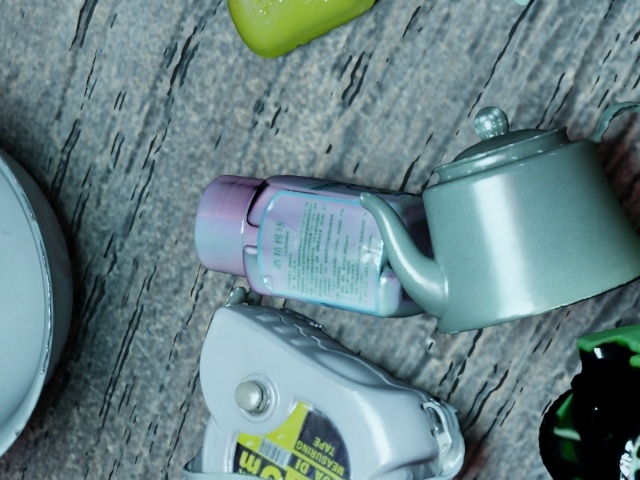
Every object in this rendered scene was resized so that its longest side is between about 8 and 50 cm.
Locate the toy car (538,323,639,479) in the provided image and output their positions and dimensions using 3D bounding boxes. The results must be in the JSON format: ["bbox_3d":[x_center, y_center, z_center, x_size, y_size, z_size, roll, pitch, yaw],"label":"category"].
[{"bbox_3d":[0.270,0.182,1.241,0.176,0.213,0.359,-17,90,-6],"label":"toy car"}]

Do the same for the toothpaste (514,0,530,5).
[{"bbox_3d":[0.099,-0.259,1.377,0.197,0.035,0.057,44,129,16],"label":"toothpaste"}]

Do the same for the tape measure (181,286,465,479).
[{"bbox_3d":[-0.007,0.174,1.427,0.236,0.120,0.197,28,102,28],"label":"tape measure"}]

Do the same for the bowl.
[{"bbox_3d":[-0.328,0.037,1.567,0.345,0.157,0.345,3,96,27],"label":"bowl"}]

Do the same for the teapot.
[{"bbox_3d":[0.151,-0.028,1.300,0.239,0.162,0.149,-18,90,-8],"label":"teapot"}]

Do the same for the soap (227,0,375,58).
[{"bbox_3d":[-0.016,-0.203,1.437,0.140,0.045,0.089,-24,80,28],"label":"soap"}]

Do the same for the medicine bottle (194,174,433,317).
[{"bbox_3d":[0.000,0.000,1.406,0.188,0.119,0.094,10,97,27],"label":"medicine bottle"}]
